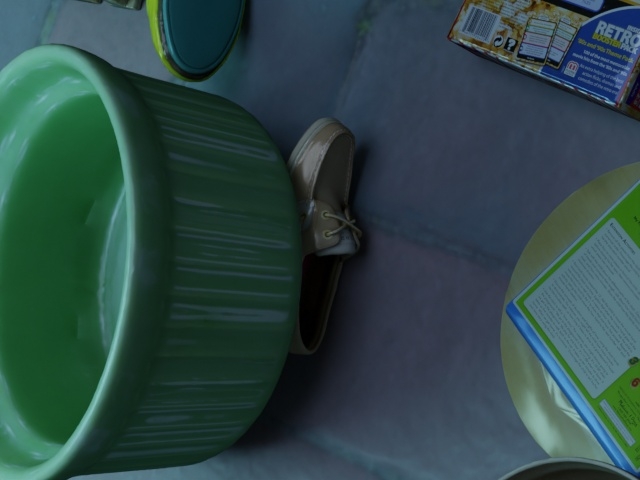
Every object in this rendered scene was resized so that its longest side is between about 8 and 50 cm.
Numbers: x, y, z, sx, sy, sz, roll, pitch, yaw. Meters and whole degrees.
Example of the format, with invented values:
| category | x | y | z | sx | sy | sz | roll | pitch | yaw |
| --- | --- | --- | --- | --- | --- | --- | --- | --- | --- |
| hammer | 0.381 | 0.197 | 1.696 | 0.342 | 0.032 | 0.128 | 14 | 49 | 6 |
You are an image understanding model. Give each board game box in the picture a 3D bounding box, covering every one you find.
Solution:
| category | x | y | z | sx | sy | sz | roll | pitch | yaw |
| --- | --- | --- | --- | --- | --- | --- | --- | --- | --- |
| board game box | 0.185 | -0.191 | 0.975 | 0.147 | 0.045 | 0.193 | 30 | 98 | 39 |

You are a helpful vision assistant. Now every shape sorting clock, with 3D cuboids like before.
| category | x | y | z | sx | sy | sz | roll | pitch | yaw |
| --- | --- | --- | --- | --- | --- | --- | --- | --- | --- |
| shape sorting clock | 0.202 | 0.050 | 0.905 | 0.206 | 0.040 | 0.206 | -11 | 72 | 36 |

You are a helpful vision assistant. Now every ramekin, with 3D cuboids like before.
| category | x | y | z | sx | sy | sz | roll | pitch | yaw |
| --- | --- | --- | --- | --- | --- | --- | --- | --- | --- |
| ramekin | -0.145 | 0.022 | 1.070 | 0.303 | 0.148 | 0.303 | -11 | 76 | 52 |

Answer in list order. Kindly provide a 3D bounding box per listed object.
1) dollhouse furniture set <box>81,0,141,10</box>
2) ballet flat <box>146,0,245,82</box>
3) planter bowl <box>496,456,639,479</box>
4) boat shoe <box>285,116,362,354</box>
| category | x | y | z | sx | sy | sz | roll | pitch | yaw |
| --- | --- | --- | --- | --- | --- | --- | --- | --- | --- |
| dollhouse furniture set | -0.202 | -0.271 | 1.225 | 0.144 | 0.151 | 0.123 | 15 | 88 | 37 |
| ballet flat | -0.100 | -0.226 | 1.196 | 0.077 | 0.077 | 0.231 | -17 | 65 | 56 |
| planter bowl | 0.163 | 0.208 | 0.853 | 0.162 | 0.109 | 0.162 | -10 | 72 | 35 |
| boat shoe | 0.000 | 0.000 | 1.064 | 0.059 | 0.063 | 0.170 | 22 | 102 | 36 |
